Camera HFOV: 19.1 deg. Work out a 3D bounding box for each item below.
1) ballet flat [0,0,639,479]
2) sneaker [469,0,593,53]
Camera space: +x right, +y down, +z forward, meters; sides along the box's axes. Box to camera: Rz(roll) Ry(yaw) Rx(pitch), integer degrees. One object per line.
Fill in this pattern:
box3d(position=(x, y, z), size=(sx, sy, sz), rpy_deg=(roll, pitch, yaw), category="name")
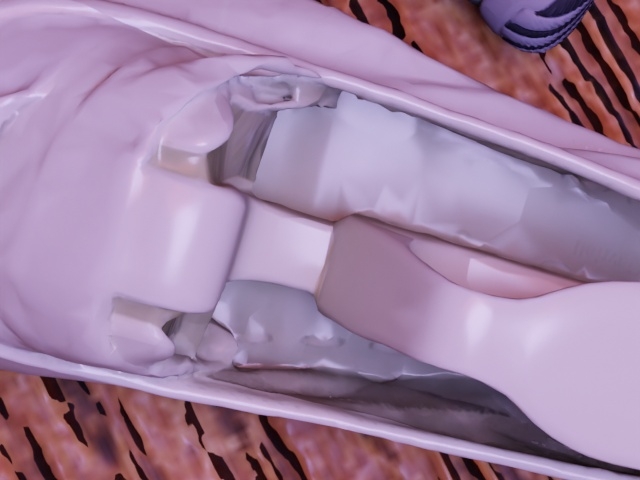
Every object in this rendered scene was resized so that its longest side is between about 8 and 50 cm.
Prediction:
box3d(position=(0.000, 0.000, 0.546), size=(0.400, 0.139, 0.139), rpy_deg=(15, 74, -7), category="ballet flat")
box3d(position=(0.098, -0.176, 0.649), size=(0.098, 0.083, 0.224), rpy_deg=(34, 73, 4), category="sneaker")
